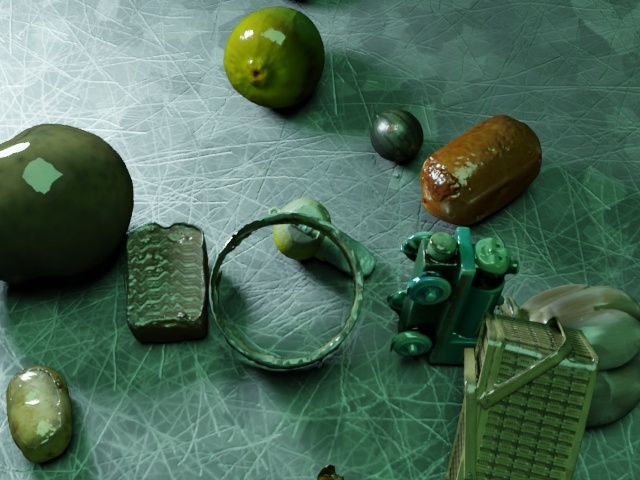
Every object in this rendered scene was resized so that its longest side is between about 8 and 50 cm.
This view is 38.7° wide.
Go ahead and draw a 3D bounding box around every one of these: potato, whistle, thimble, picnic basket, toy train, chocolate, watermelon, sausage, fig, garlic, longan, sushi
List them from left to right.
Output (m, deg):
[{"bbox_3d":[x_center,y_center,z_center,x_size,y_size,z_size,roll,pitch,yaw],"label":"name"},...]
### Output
[{"bbox_3d":[-0.511,-0.066,1.649,0.350,0.288,0.288,-13,58,-1],"label":"longan"},{"bbox_3d":[-0.471,0.288,1.531,0.107,0.080,0.170,-24,57,-5],"label":"potato"},{"bbox_3d":[-0.276,0.076,1.655,0.149,0.093,0.214,-3,58,-2],"label":"chocolate"},{"bbox_3d":[-0.082,-0.380,1.892,0.207,0.207,0.230,38,32,22],"label":"fig"},{"bbox_3d":[-0.061,0.088,1.556,0.271,0.150,0.270,0,82,-3],"label":"thimble"},{"bbox_3d":[0.000,0.000,1.707,0.223,0.123,0.122,30,61,-4],"label":"whistle"},{"bbox_3d":[0.035,0.422,1.458,0.055,0.052,0.120,-24,57,3],"label":"sushi"},{"bbox_3d":[0.144,-0.220,1.825,0.105,0.105,0.133,-37,81,-20],"label":"watermelon"},{"bbox_3d":[0.220,0.097,1.519,0.194,0.298,0.120,3,51,-4],"label":"toy train"},{"bbox_3d":[0.309,-0.136,1.745,0.268,0.153,0.141,-33,63,-19],"label":"sausage"},{"bbox_3d":[0.288,0.270,1.377,0.176,0.228,0.312,12,97,7],"label":"picnic basket"},{"bbox_3d":[0.450,0.187,1.568,0.292,0.210,0.237,2,24,7],"label":"garlic"}]
